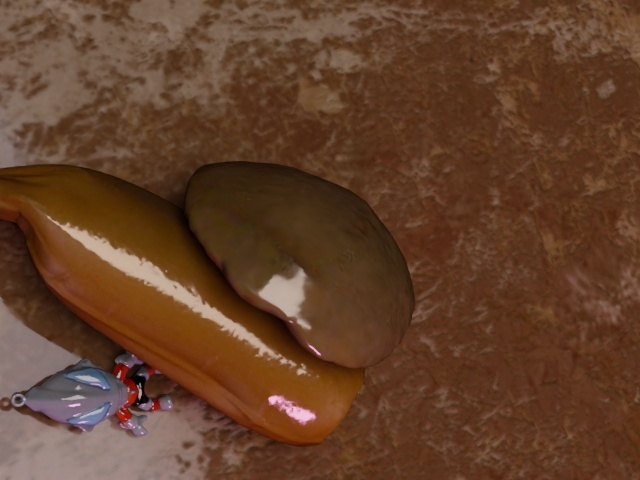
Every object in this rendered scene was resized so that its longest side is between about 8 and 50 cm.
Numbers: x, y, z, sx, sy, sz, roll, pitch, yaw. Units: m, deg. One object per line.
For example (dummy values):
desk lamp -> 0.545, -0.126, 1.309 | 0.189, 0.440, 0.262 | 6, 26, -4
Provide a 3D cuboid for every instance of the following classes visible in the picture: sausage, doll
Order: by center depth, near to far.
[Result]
sausage -> -0.112, 0.028, 0.877 | 0.328, 0.112, 0.112 | 33, 69, -15
doll -> -0.155, 0.106, 0.881 | 0.114, 0.039, 0.057 | -3, 115, -34

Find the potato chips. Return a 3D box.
potato chips -> 0.000, -0.001, 0.891 | 0.208, 0.062, 0.195 | 8, 36, -50
